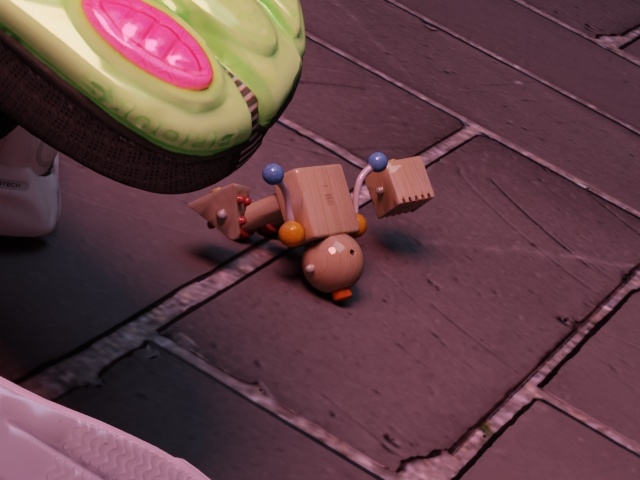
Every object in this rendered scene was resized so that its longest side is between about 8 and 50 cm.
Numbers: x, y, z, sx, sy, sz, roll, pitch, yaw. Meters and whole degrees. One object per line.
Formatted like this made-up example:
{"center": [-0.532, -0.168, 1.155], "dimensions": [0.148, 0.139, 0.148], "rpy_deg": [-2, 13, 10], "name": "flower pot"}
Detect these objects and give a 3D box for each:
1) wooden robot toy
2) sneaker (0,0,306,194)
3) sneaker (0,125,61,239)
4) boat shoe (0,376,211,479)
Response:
{"center": [0.000, 0.000, 1.134], "dimensions": [0.173, 0.076, 0.079], "rpy_deg": [-8, 74, -49], "name": "wooden robot toy"}
{"center": [-0.191, -0.107, 0.933], "dimensions": [0.483, 0.202, 0.185], "rpy_deg": [22, 32, 39], "name": "sneaker"}
{"center": [-0.198, -0.118, 1.115], "dimensions": [0.110, 0.118, 0.292], "rpy_deg": [5, 28, -29], "name": "sneaker"}
{"center": [-0.122, 0.108, 0.733], "dimensions": [0.302, 0.094, 0.109], "rpy_deg": [38, 63, -5], "name": "boat shoe"}
